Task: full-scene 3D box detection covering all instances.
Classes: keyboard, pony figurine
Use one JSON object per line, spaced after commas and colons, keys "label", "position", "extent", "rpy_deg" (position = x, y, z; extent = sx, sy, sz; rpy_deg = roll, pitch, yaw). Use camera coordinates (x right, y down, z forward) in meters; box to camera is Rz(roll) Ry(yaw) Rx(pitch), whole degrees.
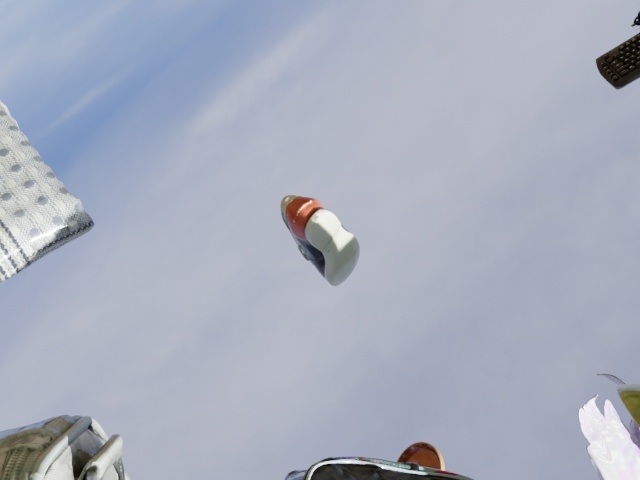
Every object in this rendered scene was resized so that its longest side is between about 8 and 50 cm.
{"label": "keyboard", "position": [0.397, -0.250, 1.107], "extent": [0.192, 0.038, 0.100], "rpy_deg": [-31, -148, 8]}
{"label": "pony figurine", "position": [0.524, 0.339, 1.347], "extent": [0.363, 0.351, 0.303], "rpy_deg": [-23, 173, 28]}

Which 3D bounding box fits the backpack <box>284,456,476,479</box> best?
{"label": "backpack", "position": [0.080, 0.353, 1.034], "extent": [0.191, 0.254, 0.225], "rpy_deg": [122, -29, -62]}

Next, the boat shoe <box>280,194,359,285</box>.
{"label": "boat shoe", "position": [0.000, 0.000, 0.910], "extent": [0.043, 0.137, 0.049], "rpy_deg": [30, -102, 28]}

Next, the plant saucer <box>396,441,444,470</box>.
{"label": "plant saucer", "position": [0.121, 0.289, 1.194], "extent": [0.083, 0.013, 0.083], "rpy_deg": [-32, -135, 38]}

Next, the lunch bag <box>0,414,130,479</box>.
{"label": "lunch bag", "position": [-0.213, 0.222, 0.447], "extent": [0.305, 0.256, 0.212], "rpy_deg": [-11, -177, 9]}

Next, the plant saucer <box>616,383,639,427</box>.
{"label": "plant saucer", "position": [0.383, 0.226, 0.944], "extent": [0.037, 0.241, 0.241], "rpy_deg": [-42, -155, 12]}

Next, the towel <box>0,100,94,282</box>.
{"label": "towel", "position": [-0.371, -0.042, 0.684], "extent": [0.312, 0.056, 0.324], "rpy_deg": [-32, -115, -20]}
